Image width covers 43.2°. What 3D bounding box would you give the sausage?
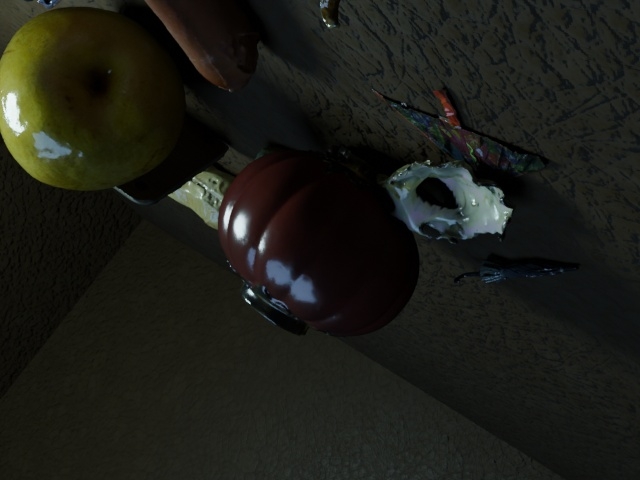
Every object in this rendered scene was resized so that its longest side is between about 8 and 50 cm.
[{"bbox_3d":[-0.168,-0.307,0.875,0.094,0.094,0.419,64,-174,33],"label":"sausage"}]

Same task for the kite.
[{"bbox_3d":[0.155,-0.111,0.905,0.232,0.009,0.189,28,166,36],"label":"kite"}]

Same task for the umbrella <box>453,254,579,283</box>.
[{"bbox_3d":[0.272,0.038,1.128,0.044,0.044,0.269,64,154,-6],"label":"umbrella"}]

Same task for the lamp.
[{"bbox_3d":[0.000,0.000,1.149,0.303,0.257,0.303,35,-176,-3],"label":"lamp"}]

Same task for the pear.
[{"bbox_3d":[-0.364,-0.220,1.289,0.314,0.314,0.314,35,168,8],"label":"pear"}]

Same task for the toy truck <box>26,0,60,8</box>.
[{"bbox_3d":[-0.394,-0.418,0.996,0.107,0.114,0.252,-23,130,31],"label":"toy truck"}]

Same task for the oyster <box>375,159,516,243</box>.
[{"bbox_3d":[0.157,-0.056,0.983,0.133,0.072,0.209,45,155,-10],"label":"oyster"}]

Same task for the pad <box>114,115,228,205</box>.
[{"bbox_3d":[-0.353,-0.196,1.518,0.286,0.284,0.018,34,129,9],"label":"pad"}]

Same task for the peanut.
[{"bbox_3d":[-0.260,-0.115,1.816,0.290,0.130,0.130,33,168,13],"label":"peanut"}]

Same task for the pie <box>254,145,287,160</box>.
[{"bbox_3d":[-0.020,-0.081,1.431,0.240,0.054,0.240,33,167,9],"label":"pie"}]

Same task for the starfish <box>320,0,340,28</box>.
[{"bbox_3d":[0.053,-0.211,0.555,0.074,0.146,0.190,69,157,3],"label":"starfish"}]
